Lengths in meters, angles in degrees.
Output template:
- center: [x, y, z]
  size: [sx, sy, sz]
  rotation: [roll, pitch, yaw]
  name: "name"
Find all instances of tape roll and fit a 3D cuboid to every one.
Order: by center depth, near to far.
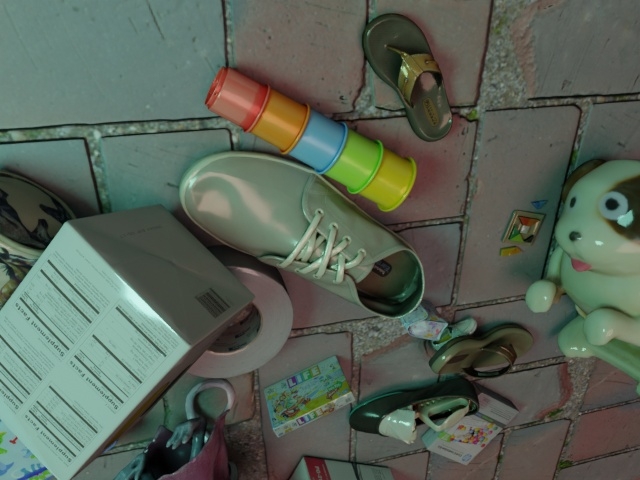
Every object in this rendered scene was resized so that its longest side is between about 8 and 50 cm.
- center: [-0.158, 0.120, 0.837]
  size: [0.220, 0.072, 0.219]
  rotation: [-8, 119, -14]
  name: "tape roll"

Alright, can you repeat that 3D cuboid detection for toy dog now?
- center: [0.570, 0.046, 0.902]
  size: [0.396, 0.284, 0.407]
  rotation: [-37, 119, 4]
  name: "toy dog"

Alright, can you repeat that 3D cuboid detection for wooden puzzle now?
- center: [0.384, -0.021, 0.961]
  size: [0.079, 0.014, 0.116]
  rotation: [-1, 117, -17]
  name: "wooden puzzle"

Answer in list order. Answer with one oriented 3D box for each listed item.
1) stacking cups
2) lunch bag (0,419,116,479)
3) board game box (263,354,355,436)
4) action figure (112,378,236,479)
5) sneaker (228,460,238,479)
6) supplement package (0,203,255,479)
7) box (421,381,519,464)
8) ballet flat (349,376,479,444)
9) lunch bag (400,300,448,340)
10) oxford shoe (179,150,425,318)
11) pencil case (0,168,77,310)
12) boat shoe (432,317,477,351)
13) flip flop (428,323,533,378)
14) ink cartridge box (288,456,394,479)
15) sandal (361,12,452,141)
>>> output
- center: [-0.013, -0.142, 0.740]
  size: [0.317, 0.096, 0.096]
  rotation: [22, 109, -22]
  name: "stacking cups"
- center: [-0.457, 0.311, 0.839]
  size: [0.219, 0.090, 0.176]
  rotation: [-24, 124, -2]
  name: "lunch bag"
- center: [-0.023, 0.287, 0.946]
  size: [0.154, 0.103, 0.026]
  rotation: [-25, 121, -3]
  name: "board game box"
- center: [-0.182, 0.476, 0.903]
  size: [0.248, 0.275, 0.370]
  rotation: [-25, 115, 33]
  name: "action figure"
- center: [-0.304, 0.501, 0.978]
  size: [0.282, 0.099, 0.153]
  rotation: [-37, 122, 8]
  name: "sneaker"
- center: [-0.267, 0.120, 0.666]
  size: [0.198, 0.199, 0.262]
  rotation: [44, 106, 3]
  name: "supplement package"
- center: [0.344, 0.424, 1.169]
  size: [0.145, 0.038, 0.186]
  rotation: [32, 105, -28]
  name: "box"
- center: [0.202, 0.357, 1.056]
  size: [0.281, 0.096, 0.095]
  rotation: [-16, 121, -8]
  name: "ballet flat"
- center: [0.184, 0.145, 0.953]
  size: [0.084, 0.071, 0.053]
  rotation: [12, 114, -21]
  name: "lunch bag"
- center: [0.000, 0.000, 0.791]
  size: [0.450, 0.130, 0.169]
  rotation: [28, 108, -26]
  name: "oxford shoe"
- center: [-0.497, 0.088, 0.664]
  size: [0.410, 0.160, 0.183]
  rotation: [-43, 105, 8]
  name: "pencil case"
- center: [0.268, 0.186, 1.023]
  size: [0.100, 0.035, 0.035]
  rotation: [-38, 124, 12]
  name: "boat shoe"
- center: [0.334, 0.235, 1.017]
  size: [0.277, 0.080, 0.112]
  rotation: [2, 124, -38]
  name: "flip flop"
- center: [0.037, 0.587, 1.124]
  size: [0.237, 0.100, 0.171]
  rotation: [19, 110, -25]
  name: "ink cartridge box"
- center: [0.141, -0.232, 0.748]
  size: [0.090, 0.060, 0.219]
  rotation: [-33, 121, 2]
  name: "sandal"
